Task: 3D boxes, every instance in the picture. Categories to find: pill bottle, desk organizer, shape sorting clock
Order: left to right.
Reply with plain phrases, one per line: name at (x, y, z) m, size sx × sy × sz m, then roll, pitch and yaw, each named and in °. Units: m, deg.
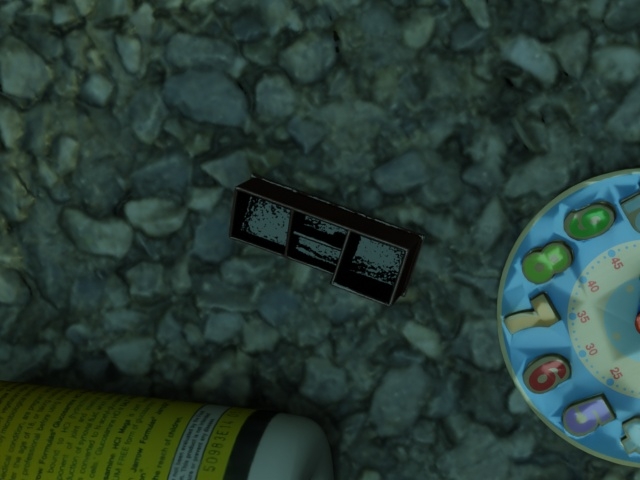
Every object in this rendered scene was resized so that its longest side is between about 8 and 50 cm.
pill bottle at (-0.169, 0.195, 1.222) m, size 0.334 × 0.188 × 0.187 m, roll 6°, pitch 101°, yaw 12°
desk organizer at (0.000, 0.000, 1.221) m, size 0.130 × 0.050 × 0.047 m, roll 20°, pitch 103°, yaw 9°
shape sorting clock at (0.219, 0.053, 1.185) m, size 0.206 × 0.040 × 0.206 m, roll 2°, pitch 100°, yaw 13°
